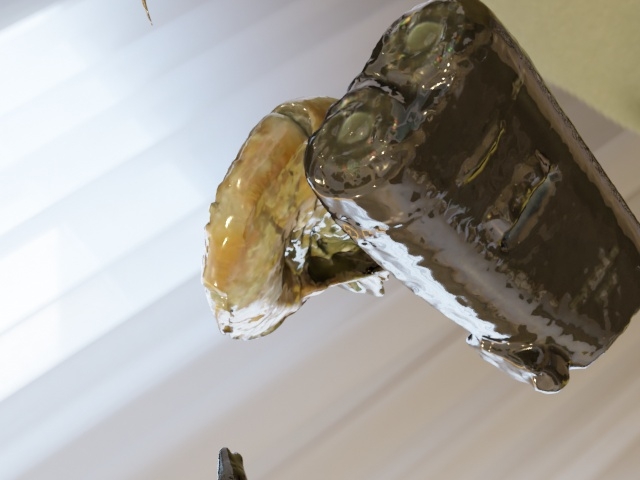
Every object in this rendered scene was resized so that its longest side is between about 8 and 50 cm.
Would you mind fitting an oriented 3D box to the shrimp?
[{"bbox_3d":[0.000,0.000,1.114,0.110,0.221,0.446,25,178,19],"label":"shrimp"}]

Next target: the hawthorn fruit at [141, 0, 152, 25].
[{"bbox_3d":[-0.163,-0.264,1.014,0.125,0.125,0.140,44,114,29],"label":"hawthorn fruit"}]

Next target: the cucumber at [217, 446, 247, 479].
[{"bbox_3d":[-0.086,0.252,1.185,0.033,0.034,0.135,51,-158,-30],"label":"cucumber"}]

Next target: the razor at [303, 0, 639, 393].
[{"bbox_3d":[0.132,-0.025,0.918,0.327,0.189,0.107,44,171,-38],"label":"razor"}]
